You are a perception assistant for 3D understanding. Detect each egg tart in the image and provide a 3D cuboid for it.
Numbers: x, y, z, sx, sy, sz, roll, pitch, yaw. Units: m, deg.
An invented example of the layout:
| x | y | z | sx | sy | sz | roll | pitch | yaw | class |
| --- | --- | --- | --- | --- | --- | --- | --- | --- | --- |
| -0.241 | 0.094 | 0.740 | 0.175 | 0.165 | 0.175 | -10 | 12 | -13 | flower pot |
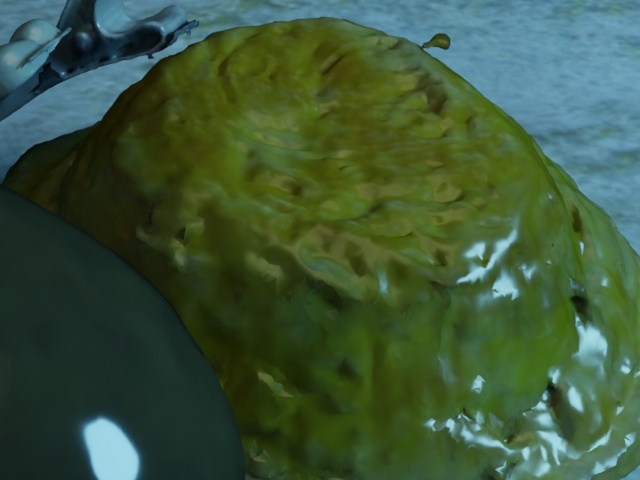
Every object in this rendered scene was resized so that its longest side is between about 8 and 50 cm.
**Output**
| x | y | z | sx | sy | sz | roll | pitch | yaw | class |
| --- | --- | --- | --- | --- | --- | --- | --- | --- | --- |
| 0.000 | 0.000 | 0.704 | 0.319 | 0.128 | 0.319 | 3 | 41 | -2 | egg tart |

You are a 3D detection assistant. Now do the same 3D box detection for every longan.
| x | y | z | sx | sy | sz | roll | pitch | yaw | class |
| --- | --- | --- | --- | --- | --- | --- | --- | --- | --- |
| -0.147 | 0.080 | 0.520 | 0.246 | 0.215 | 0.246 | -8 | 54 | 11 | longan |

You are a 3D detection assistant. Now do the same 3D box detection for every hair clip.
| x | y | z | sx | sy | sz | roll | pitch | yaw | class |
| --- | --- | --- | --- | --- | --- | --- | --- | --- | --- |
| -0.159 | -0.055 | 0.752 | 0.220 | 0.054 | 0.140 | -33 | 15 | 20 | hair clip |
